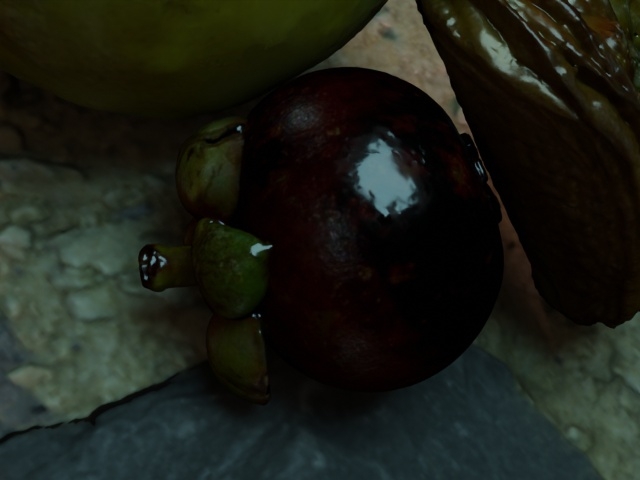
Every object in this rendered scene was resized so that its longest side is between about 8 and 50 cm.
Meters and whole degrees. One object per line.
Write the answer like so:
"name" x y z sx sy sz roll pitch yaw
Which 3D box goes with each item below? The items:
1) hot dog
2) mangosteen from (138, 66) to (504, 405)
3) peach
"hot dog" 0.144 -0.077 0.810 0.122 0.272 0.196 -14 41 14
"mangosteen" 0.000 0.000 0.766 0.200 0.200 0.199 12 55 -18
"peach" -0.087 -0.223 0.785 0.282 0.314 0.315 21 73 40
